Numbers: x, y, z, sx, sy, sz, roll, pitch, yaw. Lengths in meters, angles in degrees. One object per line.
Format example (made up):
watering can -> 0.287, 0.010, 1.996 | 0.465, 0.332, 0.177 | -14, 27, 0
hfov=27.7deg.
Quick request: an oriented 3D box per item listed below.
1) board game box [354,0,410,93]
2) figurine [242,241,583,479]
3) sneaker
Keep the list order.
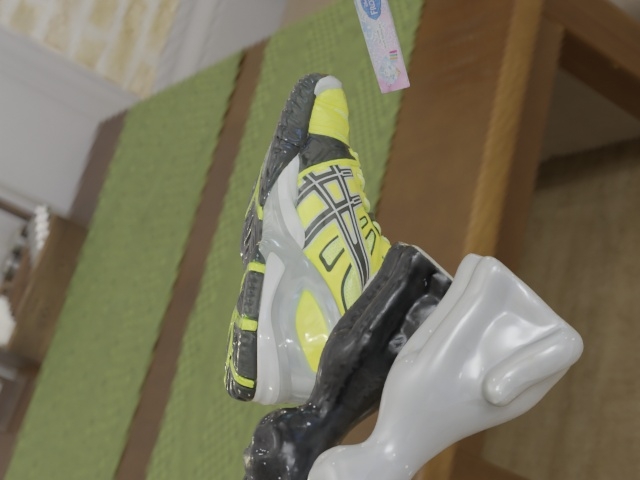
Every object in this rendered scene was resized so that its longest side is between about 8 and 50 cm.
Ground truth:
board game box -> 0.030, -0.147, 0.785 | 0.020, 0.090, 0.090 | -16, 28, 5
figurine -> 0.040, 0.109, 0.825 | 0.209, 0.092, 0.215 | -47, 14, -9
sneaker -> 0.000, 0.000, 1.281 | 0.145, 0.147, 0.384 | 113, 167, -55
